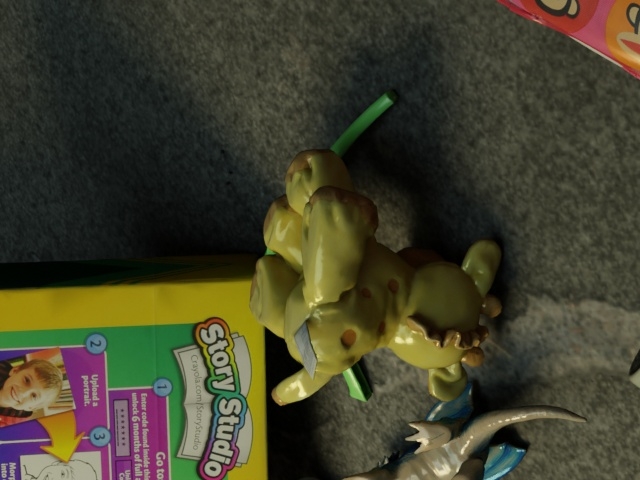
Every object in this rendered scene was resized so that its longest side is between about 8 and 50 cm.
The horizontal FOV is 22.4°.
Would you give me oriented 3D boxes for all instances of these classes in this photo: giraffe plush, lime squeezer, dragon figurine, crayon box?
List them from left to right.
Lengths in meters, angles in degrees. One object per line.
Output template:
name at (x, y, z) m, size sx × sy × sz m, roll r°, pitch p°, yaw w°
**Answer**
crayon box at (-0.205, 0.202, 1.488) m, size 0.106 × 0.313 × 0.362 m, roll -121°, pitch 30°, yaw -75°
lime squeezer at (0.000, 0.000, 1.404) m, size 0.110 × 0.059 × 0.310 m, roll 28°, pitch 128°, yaw 33°
giraffe plush at (0.054, 0.042, 1.305) m, size 0.210 × 0.171 × 0.181 m, roll -102°, pitch 27°, yaw -42°
dragon figurine at (0.112, 0.180, 1.365) m, size 0.289 × 0.144 × 0.085 m, roll -43°, pitch 81°, yaw 31°

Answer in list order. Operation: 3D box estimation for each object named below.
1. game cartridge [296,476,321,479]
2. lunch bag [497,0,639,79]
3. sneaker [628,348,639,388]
game cartridge at (0.067, 0.379, 1.551) m, size 0.294 × 0.060 × 0.196 m, roll 36°, pitch 130°, yaw 26°
lunch bag at (0.196, -0.259, 1.026) m, size 0.293 × 0.120 × 0.258 m, roll 34°, pitch 128°, yaw 25°
sneaker at (0.321, 0.047, 1.109) m, size 0.118 × 0.083 × 0.222 m, roll 33°, pitch 126°, yaw 0°
